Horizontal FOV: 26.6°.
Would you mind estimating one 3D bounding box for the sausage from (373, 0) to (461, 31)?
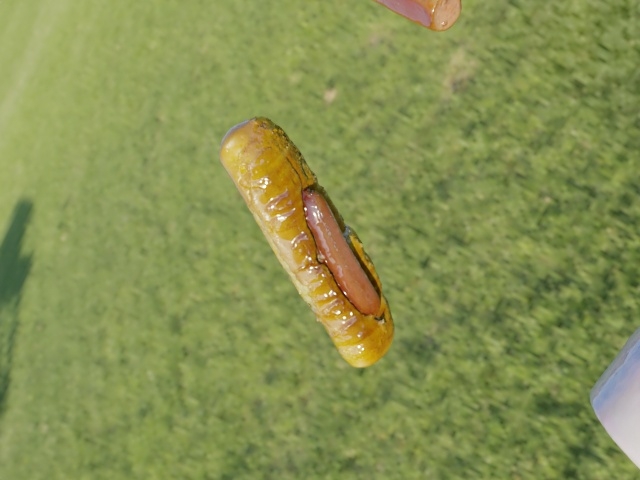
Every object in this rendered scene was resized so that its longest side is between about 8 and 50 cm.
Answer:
[{"bbox_3d":[0.074,-0.222,1.197,0.039,0.041,0.131,-31,39,-17],"label":"sausage"}]

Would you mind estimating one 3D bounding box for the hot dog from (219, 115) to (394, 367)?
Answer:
[{"bbox_3d":[0.000,0.000,1.003,0.047,0.215,0.066,-10,27,43],"label":"hot dog"}]

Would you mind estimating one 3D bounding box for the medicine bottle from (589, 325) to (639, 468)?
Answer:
[{"bbox_3d":[0.354,0.038,0.895,0.325,0.212,0.212,-56,22,16],"label":"medicine bottle"}]
